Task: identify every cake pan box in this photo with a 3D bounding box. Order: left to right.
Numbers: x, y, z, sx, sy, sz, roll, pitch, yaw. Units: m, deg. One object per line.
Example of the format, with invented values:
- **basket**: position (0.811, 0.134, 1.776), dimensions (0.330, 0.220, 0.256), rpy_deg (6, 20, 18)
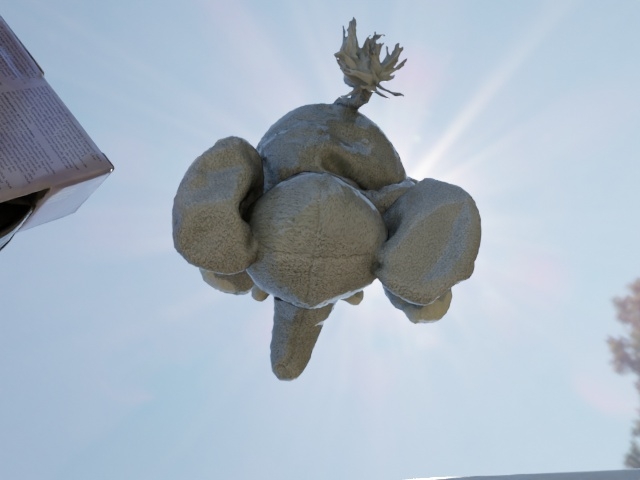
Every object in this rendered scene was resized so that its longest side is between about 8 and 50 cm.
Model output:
- **cake pan box**: position (-0.302, -0.101, 0.681), dimensions (0.070, 0.267, 0.246), rpy_deg (-42, -6, 34)

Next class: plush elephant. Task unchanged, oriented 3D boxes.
- **plush elephant**: position (0.000, 0.000, 0.904), dimensions (0.255, 0.271, 0.330), rpy_deg (-70, -8, -52)

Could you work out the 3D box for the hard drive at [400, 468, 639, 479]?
- **hard drive**: position (0.102, 0.187, 0.320), dimensions (0.047, 0.353, 0.233), rpy_deg (45, -133, -37)
